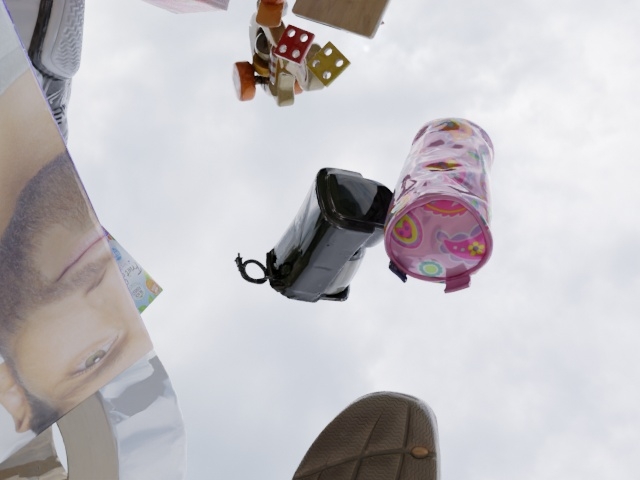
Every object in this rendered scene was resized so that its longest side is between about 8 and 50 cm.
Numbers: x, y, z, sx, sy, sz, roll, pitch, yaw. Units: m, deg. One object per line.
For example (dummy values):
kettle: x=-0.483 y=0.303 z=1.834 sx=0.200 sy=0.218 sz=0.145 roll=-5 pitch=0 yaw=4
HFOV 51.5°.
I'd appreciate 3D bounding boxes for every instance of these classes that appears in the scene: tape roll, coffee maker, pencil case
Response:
tape roll: x=-0.282 y=0.220 z=0.710 sx=0.286 sy=0.100 sz=0.287 roll=1 pitch=-88 yaw=30
coffee maker: x=0.000 y=0.000 z=0.896 sx=0.120 sy=0.171 sz=0.178 roll=58 pitch=-39 yaw=24
pencil case: x=0.153 y=-0.055 z=0.812 sx=0.124 sy=0.124 sz=0.284 roll=-16 pitch=-156 yaw=22

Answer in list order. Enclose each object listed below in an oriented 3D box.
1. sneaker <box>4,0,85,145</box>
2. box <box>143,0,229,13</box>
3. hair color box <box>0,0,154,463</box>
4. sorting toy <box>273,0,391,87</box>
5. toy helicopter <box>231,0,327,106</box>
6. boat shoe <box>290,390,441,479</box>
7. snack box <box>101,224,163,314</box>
sneaker: x=-0.450 y=-0.227 z=0.913 sx=0.366 sy=0.210 sz=0.138 roll=126 pitch=-38 yaw=-49
box: x=-0.261 y=-0.403 z=0.833 sx=0.154 sy=0.299 sz=0.142 roll=21 pitch=-81 yaw=49
hair color box: x=-0.246 y=0.007 z=0.431 sx=0.185 sy=0.339 sz=0.110 roll=-37 pitch=-122 yaw=-25
sorting toy: x=0.044 y=-0.340 z=0.914 sx=0.132 sy=0.046 sz=0.275 roll=25 pitch=-89 yaw=25
toy helicopter: x=-0.066 y=-0.364 z=1.249 sx=0.355 sy=0.140 sz=0.235 roll=-136 pitch=-141 yaw=-58
boat shoe: x=0.025 y=0.276 z=0.510 sx=0.123 sy=0.116 sz=0.325 roll=13 pitch=-98 yaw=25
snack box: x=-0.279 y=0.041 z=0.853 sx=0.037 sy=0.100 sz=0.141 roll=-38 pitch=-81 yaw=22
